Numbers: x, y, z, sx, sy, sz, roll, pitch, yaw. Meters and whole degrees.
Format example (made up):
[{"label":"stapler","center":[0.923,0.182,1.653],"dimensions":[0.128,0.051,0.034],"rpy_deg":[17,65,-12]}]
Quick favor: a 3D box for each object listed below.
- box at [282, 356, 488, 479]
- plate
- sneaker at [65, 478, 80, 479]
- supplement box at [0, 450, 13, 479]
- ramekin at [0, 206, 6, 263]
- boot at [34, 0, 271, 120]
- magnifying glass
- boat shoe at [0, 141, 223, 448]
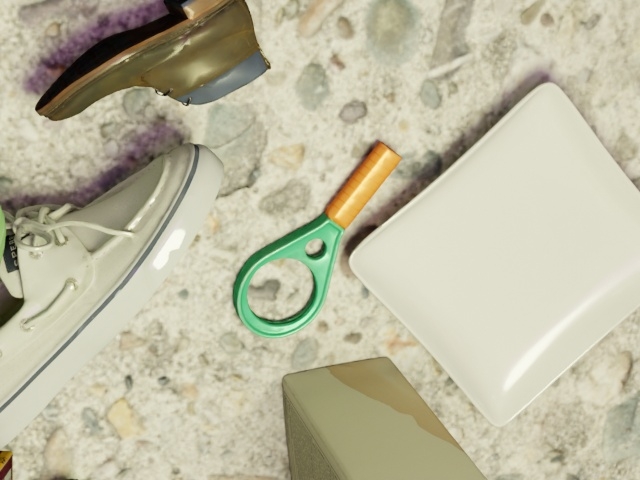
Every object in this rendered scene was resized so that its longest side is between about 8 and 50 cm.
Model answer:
[{"label":"box","center":[0.062,0.243,1.666],"dimensions":[0.121,0.311,0.148],"rpy_deg":[-10,112,-13]},{"label":"plate","center":[0.203,0.014,1.771],"dimensions":[0.277,0.045,0.278],"rpy_deg":[-42,116,2]},{"label":"sneaker","center":[-0.334,0.301,1.697],"dimensions":[0.223,0.083,0.098],"rpy_deg":[-42,111,2]},{"label":"supplement box","center":[-0.390,0.256,1.625],"dimensions":[0.188,0.081,0.104],"rpy_deg":[1,97,0]},{"label":"ramekin","center":[-0.414,0.009,1.449],"dimensions":[0.303,0.148,0.303],"rpy_deg":[9,147,6]},{"label":"boot","center":[-0.149,-0.149,1.581],"dimensions":[0.219,0.082,0.106],"rpy_deg":[-35,113,-4]},{"label":"magnifying glass","center":[0.000,0.000,1.715],"dimensions":[0.092,0.026,0.231],"rpy_deg":[35,96,-25]},{"label":"boat shoe","center":[-0.256,0.023,1.598],"dimensions":[0.156,0.136,0.367],"rpy_deg":[39,105,-22]}]
